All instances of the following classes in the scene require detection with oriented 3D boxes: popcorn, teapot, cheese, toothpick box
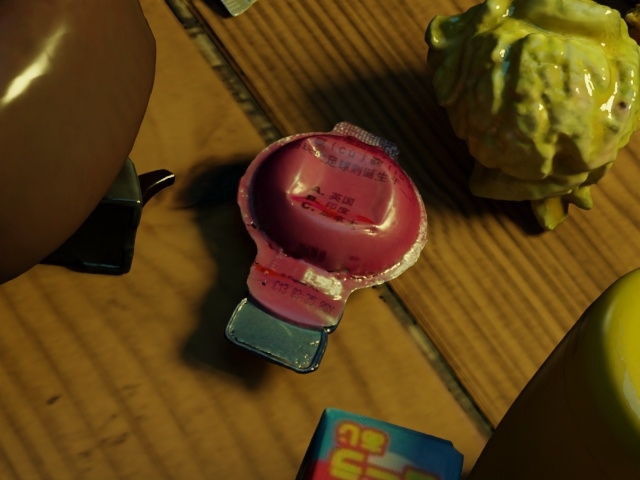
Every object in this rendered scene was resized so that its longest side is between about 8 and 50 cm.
[{"bbox_3d":[0.184,-0.116,1.256,0.167,0.187,0.185,-14,61,18],"label":"popcorn"},{"bbox_3d":[-0.197,-0.042,1.141,0.177,0.087,0.096,5,50,-11],"label":"teapot"},{"bbox_3d":[0.000,0.000,1.179,0.155,0.062,0.244,22,52,2],"label":"cheese"},{"bbox_3d":[0.199,0.148,0.995,0.175,0.271,0.175,10,55,-15],"label":"toothpick box"}]

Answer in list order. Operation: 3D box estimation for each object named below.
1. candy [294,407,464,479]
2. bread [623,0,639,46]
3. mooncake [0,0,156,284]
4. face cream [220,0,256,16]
[{"bbox_3d":[-0.002,0.271,0.913,0.100,0.157,0.306,17,52,-2],"label":"candy"},{"bbox_3d":[0.378,-0.302,1.488,0.185,0.109,0.380,35,54,11],"label":"bread"},{"bbox_3d":[-0.279,-0.107,1.029,0.334,0.174,0.326,-38,43,-10],"label":"mooncake"},{"bbox_3d":[0.010,-0.331,1.426,0.341,0.084,0.137,-32,81,-28],"label":"face cream"}]
